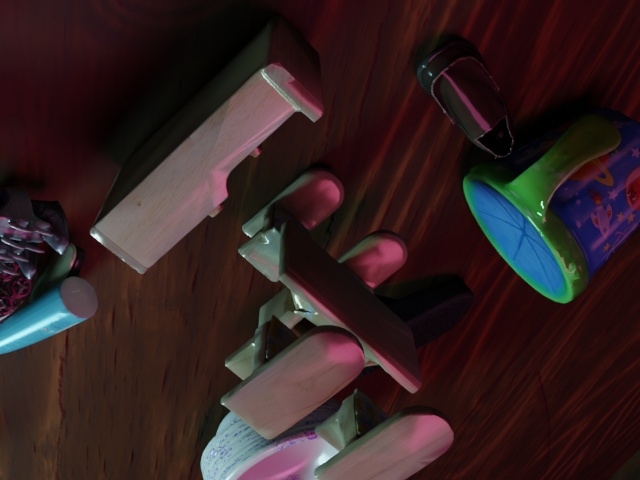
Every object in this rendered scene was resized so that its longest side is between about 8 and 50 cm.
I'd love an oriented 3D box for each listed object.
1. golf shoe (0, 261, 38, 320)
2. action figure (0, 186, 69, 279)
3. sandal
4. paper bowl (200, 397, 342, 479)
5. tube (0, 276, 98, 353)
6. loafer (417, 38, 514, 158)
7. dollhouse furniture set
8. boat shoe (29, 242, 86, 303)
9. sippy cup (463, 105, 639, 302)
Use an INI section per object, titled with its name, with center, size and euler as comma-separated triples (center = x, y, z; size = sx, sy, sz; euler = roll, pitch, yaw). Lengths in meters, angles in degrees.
[golf shoe]
center = -0.418, 0.081, 0.937
size = 0.186, 0.067, 0.086
euler = -36, -174, -6
[action figure]
center = -0.402, -0.033, 0.765
size = 0.285, 0.099, 0.185
euler = 15, 132, -40
[sandal]
center = 0.067, 0.147, 1.310
size = 0.446, 0.107, 0.167
euler = -15, 143, -39
[paper bowl]
center = -0.078, 0.380, 1.438
size = 0.284, 0.148, 0.284
euler = -16, 139, -15
[tube]
center = -0.355, 0.107, 0.949
size = 0.207, 0.052, 0.080
euler = -28, 164, 28
[loafer]
center = 0.199, -0.174, 0.993
size = 0.080, 0.078, 0.220
euler = -40, 143, 17
[dollhouse furniture set]
center = 0.000, 0.000, 0.863
size = 0.256, 0.362, 0.394
euler = -40, 113, 19
[boat shoe]
center = -0.314, 0.048, 0.962
size = 0.042, 0.049, 0.133
euler = 10, 138, -35
[sippy cup]
center = 0.364, -0.066, 1.133
size = 0.224, 0.305, 0.240
euler = -36, 102, -6
